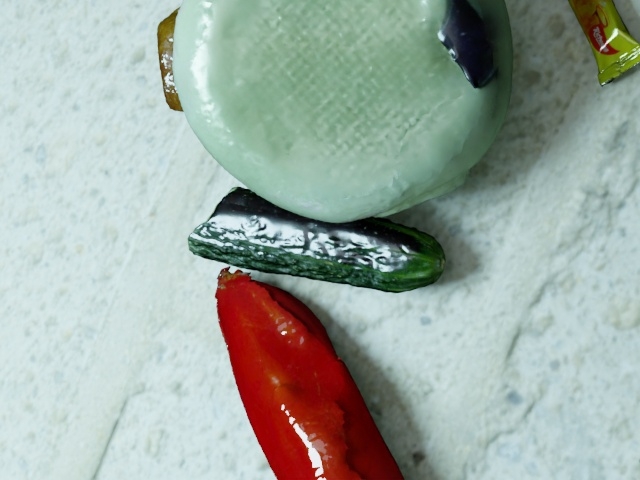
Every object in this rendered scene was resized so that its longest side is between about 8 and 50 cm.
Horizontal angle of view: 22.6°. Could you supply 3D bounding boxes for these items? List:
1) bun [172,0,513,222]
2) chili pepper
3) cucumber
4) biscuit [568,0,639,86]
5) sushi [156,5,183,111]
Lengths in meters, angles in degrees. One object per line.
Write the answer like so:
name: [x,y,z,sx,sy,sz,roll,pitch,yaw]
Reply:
bun: [0.023,-0.162,1.391,0.293,0.187,0.293,1,95,7]
chili pepper: [-0.002,0.172,1.373,0.110,0.110,0.387,-34,62,15]
cucumber: [0.000,0.000,1.423,0.241,0.074,0.074,11,84,23]
biscuit: [0.210,-0.268,1.410,0.048,0.026,0.292,-37,65,35]
sushi: [-0.124,-0.174,1.530,0.060,0.061,0.118,-9,95,14]
